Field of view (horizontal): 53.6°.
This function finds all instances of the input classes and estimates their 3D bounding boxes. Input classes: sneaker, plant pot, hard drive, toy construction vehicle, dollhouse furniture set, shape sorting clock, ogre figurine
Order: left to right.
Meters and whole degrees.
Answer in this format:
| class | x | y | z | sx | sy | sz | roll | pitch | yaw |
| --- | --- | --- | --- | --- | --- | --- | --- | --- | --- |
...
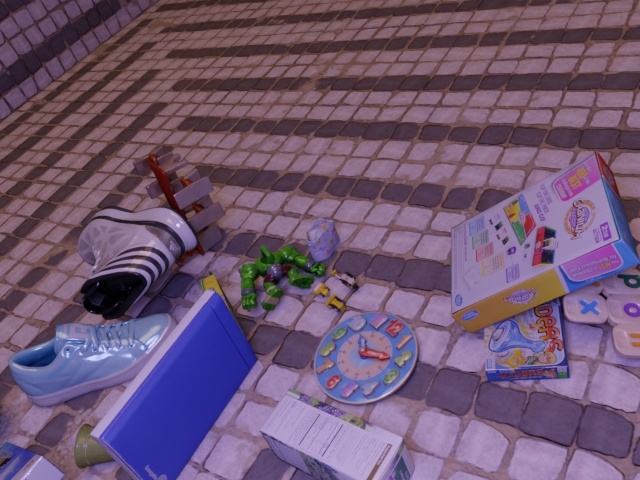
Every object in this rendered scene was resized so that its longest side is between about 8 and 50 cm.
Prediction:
| class | x | y | z | sx | sy | sz | roll | pitch | yaw |
| --- | --- | --- | --- | --- | --- | --- | --- | --- | --- |
| sneaker | -0.494 | 0.234 | 1.366 | 0.366 | 0.150 | 0.135 | -26 | 40 | -4 |
| plant pot | -0.415 | 0.393 | 1.212 | 0.079 | 0.083 | 0.083 | -1 | 42 | 6 |
| sneaker | -0.514 | 0.053 | 1.505 | 0.448 | 0.169 | 0.257 | -7 | 35 | 44 |
| dollhouse furniture set | -0.354 | -0.078 | 1.571 | 0.135 | 0.259 | 0.262 | -35 | 40 | -20 |
| hard drive | -0.247 | 0.276 | 1.151 | 0.040 | 0.210 | 0.318 | 10 | 49 | 33 |
| ogre figurine | -0.097 | 0.074 | 1.407 | 0.197 | 0.097 | 0.118 | -36 | 51 | 1 |
| toy construction vehicle | 0.037 | 0.109 | 1.356 | 0.098 | 0.035 | 0.086 | 25 | 69 | 45 |
| shape sorting clock | 0.083 | 0.217 | 1.198 | 0.206 | 0.040 | 0.206 | -13 | 39 | 11 |

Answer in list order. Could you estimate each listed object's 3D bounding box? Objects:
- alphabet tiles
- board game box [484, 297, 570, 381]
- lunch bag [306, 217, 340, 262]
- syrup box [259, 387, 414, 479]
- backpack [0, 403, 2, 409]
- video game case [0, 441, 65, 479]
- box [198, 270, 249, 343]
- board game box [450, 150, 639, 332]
| class | x | y | z | sx | sy | sz | roll | pitch | yaw |
| --- | --- | --- | --- | --- | --- | --- | --- | --- | --- |
| alphabet tiles | 0.555 | 0.076 | 1.090 | 0.278 | 0.021 | 0.284 | 1 | 53 | 7 |
| board game box | 0.364 | 0.157 | 1.136 | 0.136 | 0.035 | 0.201 | -7 | 41 | 18 |
| lunch bag | 0.000 | 0.000 | 1.462 | 0.053 | 0.071 | 0.083 | 12 | 51 | 33 |
| syrup box | 0.026 | 0.341 | 1.039 | 0.237 | 0.093 | 0.096 | 13 | 50 | 36 |
| backpack | -0.814 | 0.364 | 1.318 | 0.254 | 0.225 | 0.191 | 3 | 67 | 22 |
| video game case | -0.598 | 0.484 | 1.119 | 0.269 | 0.061 | 0.244 | -14 | 31 | 51 |
| box | -0.211 | 0.150 | 1.363 | 0.043 | 0.105 | 0.179 | -26 | 38 | -6 |
| board game box | 0.382 | 0.005 | 1.139 | 0.316 | 0.064 | 0.242 | -31 | 30 | 34 |
